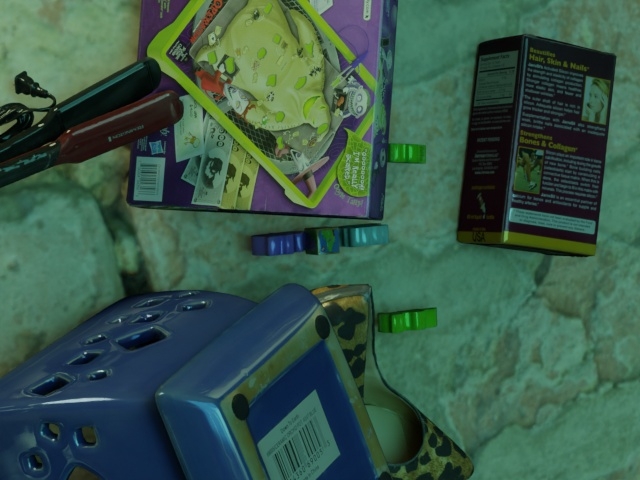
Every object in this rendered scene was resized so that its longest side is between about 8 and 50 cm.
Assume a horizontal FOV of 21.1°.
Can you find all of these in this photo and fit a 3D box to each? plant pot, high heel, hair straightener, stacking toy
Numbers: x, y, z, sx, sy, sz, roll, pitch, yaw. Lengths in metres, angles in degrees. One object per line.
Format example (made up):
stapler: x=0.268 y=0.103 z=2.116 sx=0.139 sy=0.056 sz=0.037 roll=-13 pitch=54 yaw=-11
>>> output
plant pot: x=-0.089 y=0.169 z=1.296 sx=0.236 sy=0.212 sz=0.236 roll=-39 pitch=112 yaw=-54
high heel: x=0.064 y=0.128 z=1.433 sx=0.261 sy=0.186 sz=0.093 roll=24 pitch=44 yaw=-26
hair straightener: x=-0.227 y=-0.086 z=1.352 sx=0.230 sy=0.047 sz=0.089 roll=-27 pitch=58 yaw=-6
stacking toy: x=0.000 y=0.000 z=1.482 sx=0.221 sy=0.052 sz=0.167 roll=-3 pitch=94 yaw=-29

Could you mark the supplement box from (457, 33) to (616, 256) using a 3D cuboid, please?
supplement box: x=0.196 y=-0.084 z=1.562 sx=0.104 sy=0.081 sz=0.188 roll=8 pitch=87 yaw=-27

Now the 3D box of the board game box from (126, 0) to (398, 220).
board game box: x=-0.041 y=-0.193 z=1.383 sx=0.056 sy=0.208 sz=0.346 roll=10 pitch=84 yaw=-68
